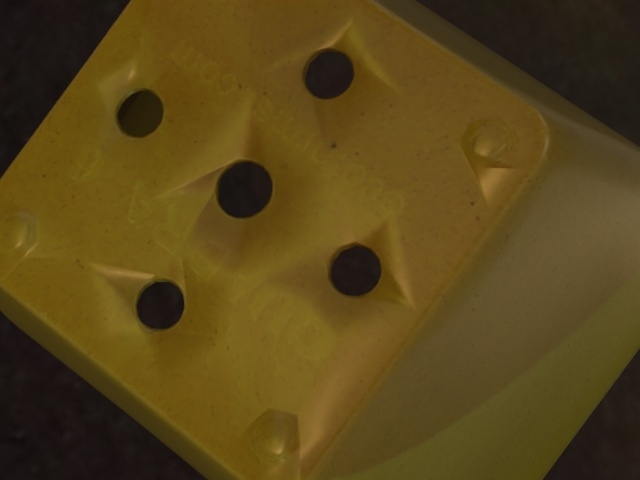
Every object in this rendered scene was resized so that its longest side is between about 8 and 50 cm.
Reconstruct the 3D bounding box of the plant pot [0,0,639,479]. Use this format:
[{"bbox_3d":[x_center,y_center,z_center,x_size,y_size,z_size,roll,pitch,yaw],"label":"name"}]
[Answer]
[{"bbox_3d":[0.000,0.000,0.567,0.212,0.212,0.187,36,0,18],"label":"plant pot"}]
